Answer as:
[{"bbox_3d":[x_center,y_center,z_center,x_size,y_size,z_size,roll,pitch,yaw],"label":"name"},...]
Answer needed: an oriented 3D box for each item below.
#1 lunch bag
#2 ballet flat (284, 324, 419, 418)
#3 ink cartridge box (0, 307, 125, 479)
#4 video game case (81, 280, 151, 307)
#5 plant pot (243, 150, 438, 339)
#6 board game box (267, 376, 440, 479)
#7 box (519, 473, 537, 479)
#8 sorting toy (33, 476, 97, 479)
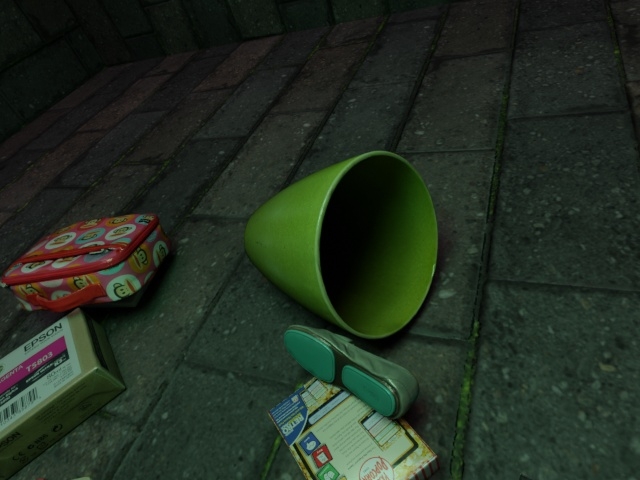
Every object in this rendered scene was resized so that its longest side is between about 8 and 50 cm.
[{"bbox_3d":[-0.491,0.055,0.896,0.292,0.120,0.258,-9,30,11],"label":"lunch bag"},{"bbox_3d":[0.040,0.173,0.597,0.213,0.072,0.068,22,27,38],"label":"ballet flat"},{"bbox_3d":[-0.501,0.265,0.769,0.234,0.088,0.193,-38,45,-16],"label":"ink cartridge box"},{"bbox_3d":[-0.460,0.093,0.983,0.157,0.019,0.143,-4,44,20],"label":"video game case"},{"bbox_3d":[0.000,0.000,0.731,0.293,0.275,0.275,5,46,48],"label":"plant pot"},{"bbox_3d":[0.037,0.266,0.570,0.146,0.045,0.193,-33,42,-13],"label":"board game box"},{"bbox_3d":[0.243,0.338,0.420,0.115,0.029,0.162,9,49,30],"label":"box"},{"bbox_3d":[-0.462,0.458,0.547,0.256,0.090,0.256,-15,42,7],"label":"sorting toy"}]
